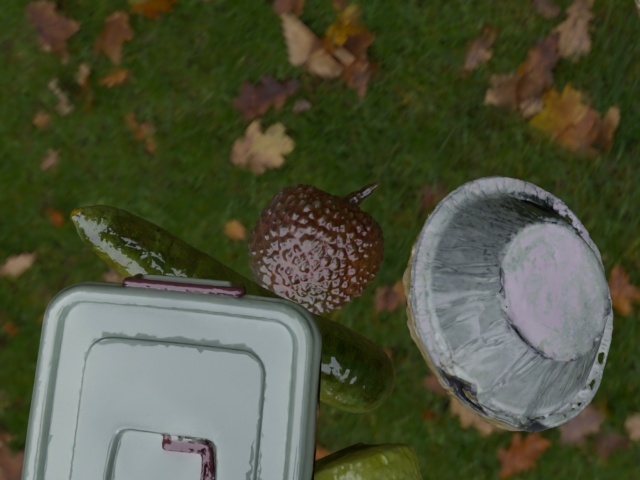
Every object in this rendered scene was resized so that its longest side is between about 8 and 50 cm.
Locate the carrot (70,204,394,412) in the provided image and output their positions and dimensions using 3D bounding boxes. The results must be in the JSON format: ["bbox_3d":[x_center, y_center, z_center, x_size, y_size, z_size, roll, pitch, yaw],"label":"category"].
[{"bbox_3d":[-0.075,0.061,1.415,0.358,0.074,0.074,32,129,-31],"label":"carrot"}]

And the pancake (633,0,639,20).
[{"bbox_3d":[0.176,-0.158,0.873,0.011,0.115,0.115,-7,115,19],"label":"pancake"}]

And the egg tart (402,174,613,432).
[{"bbox_3d":[0.180,0.051,1.402,0.234,0.234,0.094,50,145,-10],"label":"egg tart"}]

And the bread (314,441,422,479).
[{"bbox_3d":[0.021,0.222,1.267,0.129,0.111,0.114,-35,69,43],"label":"bread"}]

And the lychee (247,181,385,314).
[{"bbox_3d":[0.000,0.000,1.968,0.165,0.165,0.197,29,83,5],"label":"lychee"}]

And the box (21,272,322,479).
[{"bbox_3d":[-0.093,0.175,1.107,0.193,0.167,0.294,5,86,10],"label":"box"}]
